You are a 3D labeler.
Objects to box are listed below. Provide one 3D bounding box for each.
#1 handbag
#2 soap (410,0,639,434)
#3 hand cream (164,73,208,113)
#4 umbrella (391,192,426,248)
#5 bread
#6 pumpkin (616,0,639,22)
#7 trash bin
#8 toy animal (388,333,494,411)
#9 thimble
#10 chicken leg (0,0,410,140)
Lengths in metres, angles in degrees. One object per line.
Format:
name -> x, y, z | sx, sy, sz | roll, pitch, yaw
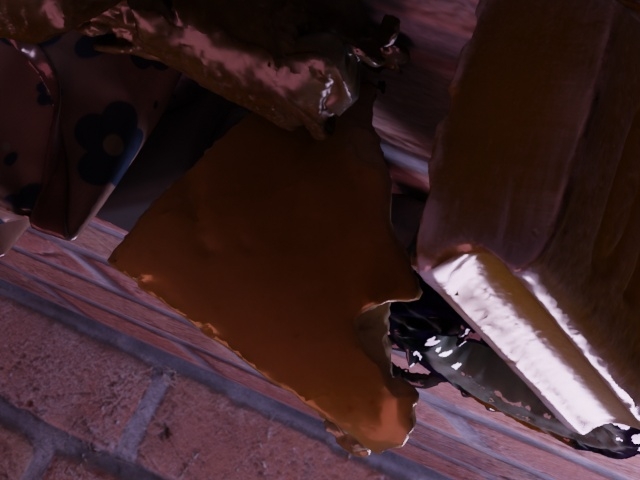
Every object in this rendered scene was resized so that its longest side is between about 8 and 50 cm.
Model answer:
handbag -> -0.251, -0.114, 1.156 | 0.251, 0.193, 0.190 | 37, 154, -28
soap -> 0.149, -0.009, 0.857 | 0.089, 0.173, 0.274 | 9, 161, 32
hand cream -> -0.154, -0.124, 1.313 | 0.084, 0.053, 0.142 | 31, 157, -17
umbrella -> 0.114, 0.045, 1.400 | 0.073, 0.067, 0.337 | 33, 172, 25
bread -> 0.012, 0.002, 1.050 | 0.224, 0.211, 0.183 | 39, 176, 0
pumpkin -> 0.165, -0.104, 0.460 | 0.219, 0.162, 0.219 | 25, 163, 8
trash bin -> -0.063, -0.040, 1.256 | 0.177, 0.101, 0.236 | 24, 162, -28
toy animal -> 0.123, 0.099, 1.619 | 0.148, 0.084, 0.232 | -4, 145, 35
thimble -> 0.168, 0.049, 1.111 | 0.237, 0.150, 0.237 | 26, 166, 7
chicken leg -> -0.145, -0.164, 0.914 | 0.429, 0.152, 0.201 | 21, 161, -11
